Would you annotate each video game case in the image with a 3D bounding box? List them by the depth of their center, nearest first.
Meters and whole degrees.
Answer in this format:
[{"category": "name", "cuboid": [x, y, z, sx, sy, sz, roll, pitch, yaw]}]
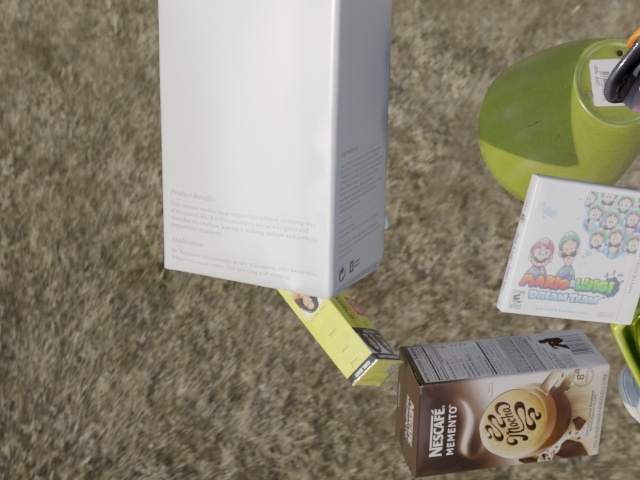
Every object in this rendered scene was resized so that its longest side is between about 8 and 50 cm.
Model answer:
[{"category": "video game case", "cuboid": [0.267, 0.012, 1.127, 0.157, 0.019, 0.143, 7, 107, -20]}]

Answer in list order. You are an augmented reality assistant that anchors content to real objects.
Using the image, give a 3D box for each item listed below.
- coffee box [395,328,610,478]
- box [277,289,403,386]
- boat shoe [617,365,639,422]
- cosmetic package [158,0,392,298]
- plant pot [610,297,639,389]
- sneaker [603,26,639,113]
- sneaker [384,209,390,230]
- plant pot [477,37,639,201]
[{"category": "coffee box", "cuboid": [0.271, 0.245, 1.686, 0.297, 0.119, 0.168, -5, 116, -11]}, {"category": "box", "cuboid": [0.015, 0.105, 1.587, 0.058, 0.087, 0.232, -48, 62, 16]}, {"category": "boat shoe", "cuboid": [0.588, 0.299, 1.851, 0.079, 0.081, 0.227, -28, 76, -24]}, {"category": "cosmetic package", "cuboid": [-0.047, -0.152, 1.187, 0.217, 0.156, 0.385, 11, 109, 23]}, {"category": "plant pot", "cuboid": [0.461, 0.130, 1.203, 0.227, 0.207, 0.228, -38, 128, -2]}, {"category": "sneaker", "cuboid": [0.224, -0.150, 0.592, 0.180, 0.124, 0.321, -52, 137, 2]}, {"category": "sneaker", "cuboid": [0.000, 0.000, 1.898, 0.262, 0.121, 0.099, -33, 113, -10]}, {"category": "plant pot", "cuboid": [0.420, -0.208, 1.773, 0.274, 0.293, 0.275, 1, 82, -6]}]
